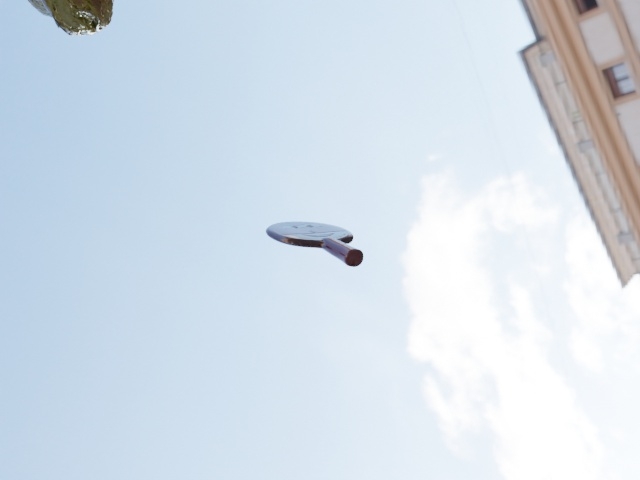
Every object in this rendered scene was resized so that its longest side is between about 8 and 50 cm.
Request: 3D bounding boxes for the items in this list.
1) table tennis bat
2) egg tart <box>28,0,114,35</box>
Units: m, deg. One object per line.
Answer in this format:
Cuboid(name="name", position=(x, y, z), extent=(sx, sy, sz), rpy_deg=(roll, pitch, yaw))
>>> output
Cuboid(name="table tennis bat", position=(0.000, 0.000, 0.932), extent=(0.098, 0.155, 0.019), rpy_deg=(-3, -74, -28))
Cuboid(name="egg tart", position=(-0.226, -0.239, 0.731), extent=(0.130, 0.052, 0.130), rpy_deg=(-6, -90, -74))
